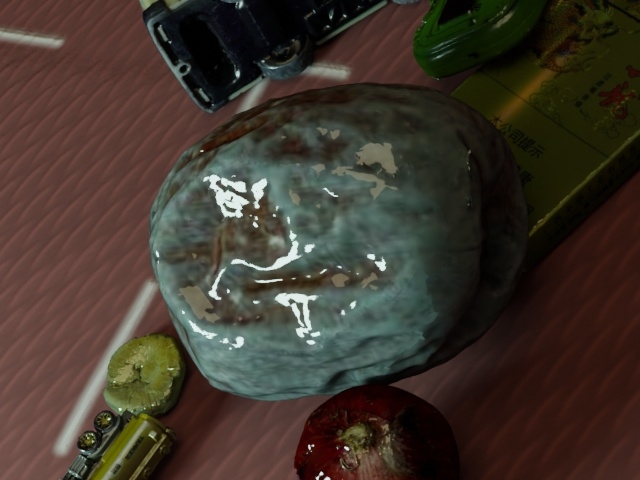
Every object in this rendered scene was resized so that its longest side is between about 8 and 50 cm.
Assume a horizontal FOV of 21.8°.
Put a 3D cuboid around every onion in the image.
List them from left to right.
[{"bbox_3d":[0.042,0.170,1.256,0.131,0.131,0.131,-12,53,17],"label":"onion"}]

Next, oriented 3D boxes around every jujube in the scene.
[{"bbox_3d":[0.004,0.002,1.324,0.308,0.215,0.246,-4,96,27],"label":"jujube"}]

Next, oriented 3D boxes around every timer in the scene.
[{"bbox_3d":[0.145,-0.207,1.484,0.128,0.047,0.140,-19,32,38],"label":"timer"}]

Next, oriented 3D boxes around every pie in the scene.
[{"bbox_3d":[-0.151,0.118,1.442,0.084,0.020,0.084,-12,55,18],"label":"pie"}]

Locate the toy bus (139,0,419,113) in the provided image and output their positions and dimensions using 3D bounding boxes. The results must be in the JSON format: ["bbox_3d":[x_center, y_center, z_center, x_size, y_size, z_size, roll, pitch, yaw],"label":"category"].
[{"bbox_3d":[-0.033,-0.279,1.586,0.305,0.143,0.179,-32,48,2],"label":"toy bus"}]

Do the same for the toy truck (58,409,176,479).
[{"bbox_3d":[-0.176,0.196,1.379,0.063,0.052,0.123,24,68,29],"label":"toy truck"}]

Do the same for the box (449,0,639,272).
[{"bbox_3d":[0.225,-0.127,1.426,0.311,0.043,0.173,-42,50,-8],"label":"box"}]
